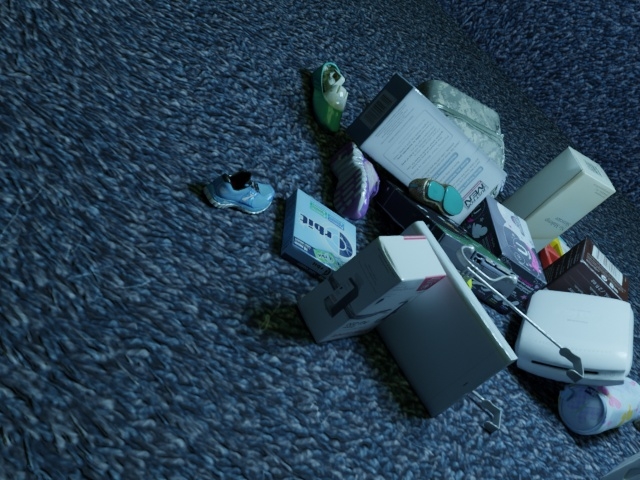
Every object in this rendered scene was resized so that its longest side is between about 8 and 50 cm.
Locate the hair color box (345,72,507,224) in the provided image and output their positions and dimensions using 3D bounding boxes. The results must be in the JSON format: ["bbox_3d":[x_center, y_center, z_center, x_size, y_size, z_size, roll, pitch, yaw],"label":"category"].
[{"bbox_3d":[0.260,-0.212,1.991,0.374,0.185,0.113,36,13,-32],"label":"hair color box"}]

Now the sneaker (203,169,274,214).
[{"bbox_3d":[-0.138,-0.094,1.535,0.162,0.073,0.063,-1,53,-52],"label":"sneaker"}]

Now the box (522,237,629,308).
[{"bbox_3d":[0.665,0.136,2.134,0.168,0.203,0.167,45,30,-1],"label":"box"}]

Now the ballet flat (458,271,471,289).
[{"bbox_3d":[0.265,0.077,1.842,0.231,0.077,0.077,18,55,-42],"label":"ballet flat"}]

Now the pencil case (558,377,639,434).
[{"bbox_3d":[0.659,0.381,1.919,0.273,0.113,0.124,6,19,-48],"label":"pencil case"}]

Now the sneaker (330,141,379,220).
[{"bbox_3d":[0.089,-0.122,1.846,0.104,0.095,0.236,38,29,-28],"label":"sneaker"}]

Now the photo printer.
[{"bbox_3d":[0.591,0.228,1.913,0.256,0.107,0.307,8,24,20],"label":"photo printer"}]

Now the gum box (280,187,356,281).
[{"bbox_3d":[0.000,0.000,1.627,0.157,0.041,0.184,33,33,-21],"label":"gum box"}]

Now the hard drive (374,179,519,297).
[{"bbox_3d":[0.277,-0.008,1.848,0.237,0.064,0.339,28,11,-27],"label":"hard drive"}]

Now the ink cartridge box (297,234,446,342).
[{"bbox_3d":[0.089,0.086,1.455,0.159,0.218,0.092,-2,59,-52],"label":"ink cartridge box"}]

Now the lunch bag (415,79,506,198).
[{"bbox_3d":[0.349,-0.246,2.220,0.305,0.213,0.256,23,54,-32],"label":"lunch bag"}]

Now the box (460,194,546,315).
[{"bbox_3d":[0.436,0.030,2.037,0.163,0.142,0.247,31,33,-23],"label":"box"}]

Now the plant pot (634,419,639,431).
[{"bbox_3d":[0.865,0.458,2.099,0.109,0.109,0.096,50,42,7],"label":"plant pot"}]

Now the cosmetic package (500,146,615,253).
[{"bbox_3d":[0.636,-0.101,2.283,0.160,0.309,0.113,20,38,-36],"label":"cosmetic package"}]

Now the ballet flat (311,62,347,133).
[{"bbox_3d":[0.025,-0.373,2.071,0.083,0.087,0.247,28,35,-29],"label":"ballet flat"}]

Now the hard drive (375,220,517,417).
[{"bbox_3d":[0.200,0.146,1.535,0.040,0.203,0.307,-4,56,-53],"label":"hard drive"}]

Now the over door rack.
[{"bbox_3d":[0.316,0.186,1.603,0.324,0.239,0.108,46,35,1],"label":"over door rack"}]

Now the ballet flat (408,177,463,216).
[{"bbox_3d":[0.269,-0.108,1.933,0.067,0.073,0.206,13,-7,35],"label":"ballet flat"}]

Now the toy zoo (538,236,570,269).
[{"bbox_3d":[0.727,0.076,2.460,0.192,0.030,0.293,32,32,-22],"label":"toy zoo"}]

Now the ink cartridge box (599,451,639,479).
[{"bbox_3d":[0.731,0.507,1.810,0.212,0.154,0.093,1,53,-52],"label":"ink cartridge box"}]
